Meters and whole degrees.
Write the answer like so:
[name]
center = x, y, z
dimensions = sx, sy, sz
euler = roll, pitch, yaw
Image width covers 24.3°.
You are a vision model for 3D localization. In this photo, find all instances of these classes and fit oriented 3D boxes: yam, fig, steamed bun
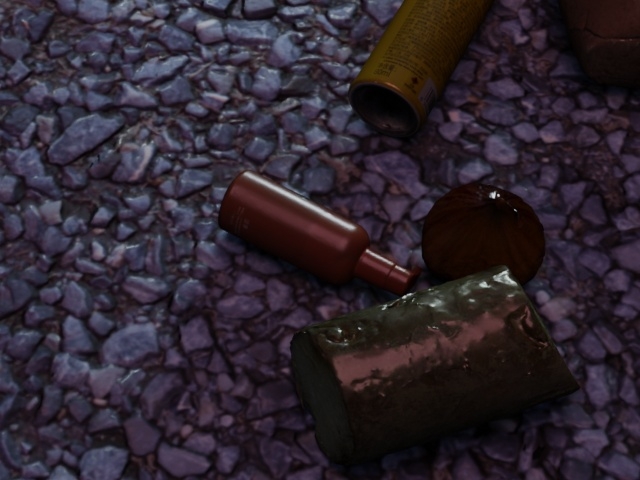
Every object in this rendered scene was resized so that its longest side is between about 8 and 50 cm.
[yam]
center = 0.130, 0.132, 1.626
dimensions = 0.304, 0.168, 0.168
euler = -17, 60, -10
[fig]
center = 0.187, -0.020, 1.704
dimensions = 0.146, 0.201, 0.133
euler = -8, 69, 1
[steamed bun]
center = 0.461, -0.334, 1.896
dimensions = 0.301, 0.199, 0.251
euler = -8, 61, -8

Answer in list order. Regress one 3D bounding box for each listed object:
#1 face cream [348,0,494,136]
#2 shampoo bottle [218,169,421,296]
[face cream]
center = 0.156, -0.293, 1.924
dimensions = 0.105, 0.105, 0.348
euler = 24, 61, 13
[shampoo bottle]
center = -0.001, 0.001, 1.753
dimensions = 0.244, 0.085, 0.085
euler = 26, 61, 12
